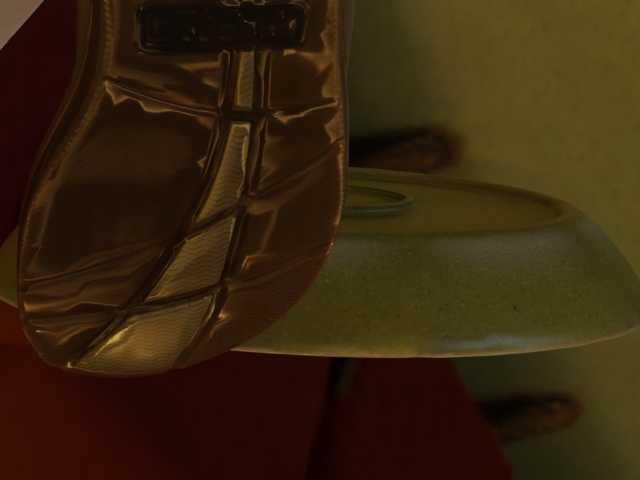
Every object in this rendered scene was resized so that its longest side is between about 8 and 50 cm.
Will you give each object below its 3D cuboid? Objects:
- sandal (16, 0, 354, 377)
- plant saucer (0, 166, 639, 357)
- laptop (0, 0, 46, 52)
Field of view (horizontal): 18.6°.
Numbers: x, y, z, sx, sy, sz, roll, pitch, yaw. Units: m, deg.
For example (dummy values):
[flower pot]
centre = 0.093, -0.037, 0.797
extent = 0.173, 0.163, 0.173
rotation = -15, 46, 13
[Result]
[sandal]
centre = -0.028, -0.045, 0.430
extent = 0.072, 0.049, 0.180
rotation = 2, 124, -10
[plant saucer]
centre = 0.000, 0.000, 0.709
extent = 0.241, 0.241, 0.037
rotation = 3, 98, 9
[laptop]
centre = -0.081, -0.210, 0.568
extent = 0.408, 0.236, 0.382
rotation = -46, 137, 12
